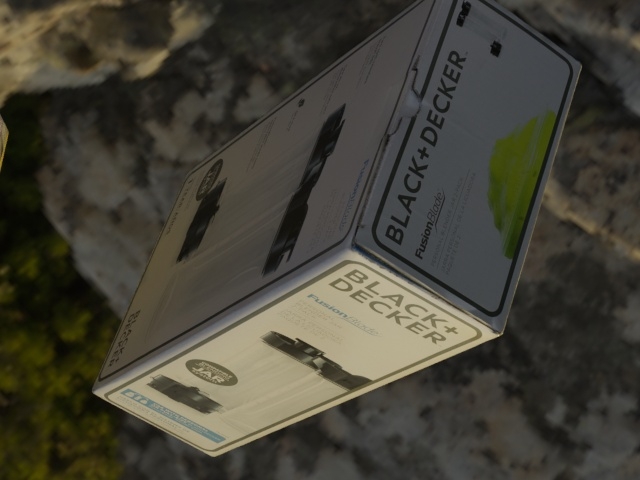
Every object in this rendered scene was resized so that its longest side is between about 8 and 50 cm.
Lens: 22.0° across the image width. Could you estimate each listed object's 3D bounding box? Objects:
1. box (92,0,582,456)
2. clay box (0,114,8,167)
[{"bbox_3d":[0.000,0.000,0.875,0.087,0.169,0.290,32,148,-18],"label":"box"},{"bbox_3d":[-0.220,-0.024,0.928,0.053,0.127,0.222,11,170,-4],"label":"clay box"}]
